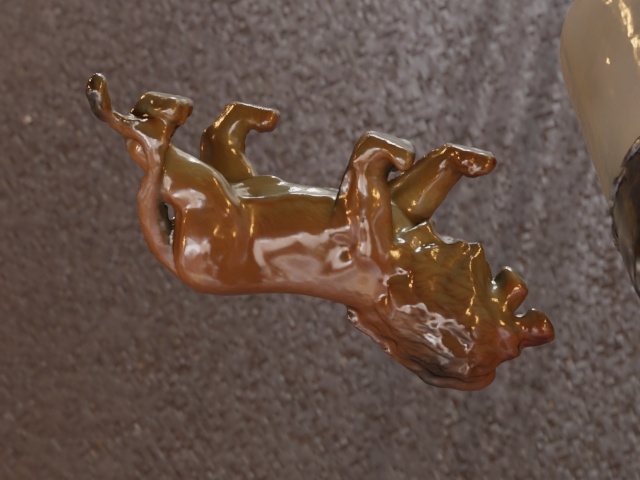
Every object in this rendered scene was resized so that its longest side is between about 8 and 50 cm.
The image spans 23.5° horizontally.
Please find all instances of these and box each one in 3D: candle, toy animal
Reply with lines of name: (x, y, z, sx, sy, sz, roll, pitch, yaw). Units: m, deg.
candle: (0.286, -0.093, 1.058, 0.221, 0.221, 0.342, -18, 44, 8)
toy animal: (0.000, 0.000, 0.970, 0.312, 0.157, 0.097, 11, 7, 4)
